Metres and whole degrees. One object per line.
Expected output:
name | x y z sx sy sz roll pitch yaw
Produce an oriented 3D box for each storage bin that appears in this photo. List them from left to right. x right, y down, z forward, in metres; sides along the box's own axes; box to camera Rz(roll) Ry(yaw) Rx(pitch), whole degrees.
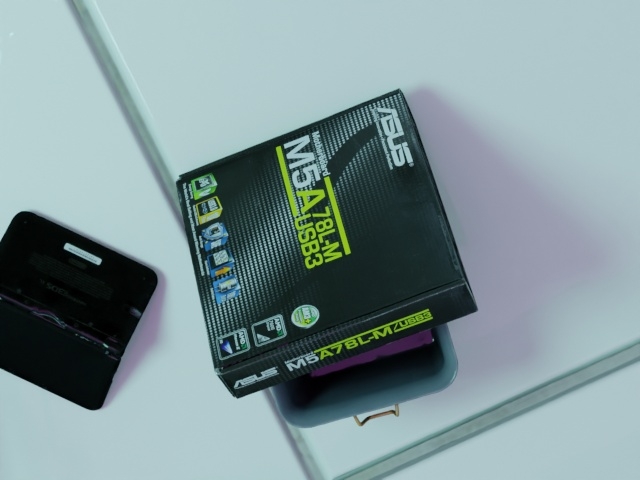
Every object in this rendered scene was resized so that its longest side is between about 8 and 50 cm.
storage bin | 0.032 0.081 1.284 0.135 0.091 0.098 -16 97 7

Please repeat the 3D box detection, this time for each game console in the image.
game console | -0.201 0.054 1.337 0.122 0.071 0.107 25 70 -1

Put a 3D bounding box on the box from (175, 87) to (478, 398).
box | 0.000 0.000 1.238 0.184 0.191 0.045 -22 141 9
